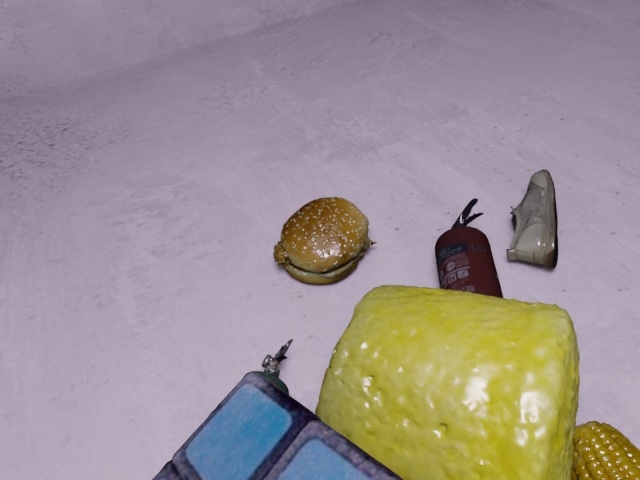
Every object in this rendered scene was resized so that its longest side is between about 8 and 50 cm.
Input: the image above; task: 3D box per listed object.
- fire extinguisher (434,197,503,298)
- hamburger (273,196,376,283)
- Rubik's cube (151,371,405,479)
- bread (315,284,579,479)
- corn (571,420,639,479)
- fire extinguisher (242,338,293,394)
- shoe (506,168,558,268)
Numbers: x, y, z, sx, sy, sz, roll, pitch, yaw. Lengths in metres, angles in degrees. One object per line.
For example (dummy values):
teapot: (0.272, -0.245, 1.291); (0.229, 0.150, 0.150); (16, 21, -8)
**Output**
fire extinguisher: (0.297, 0.069, 0.912); (0.114, 0.135, 0.337); (23, 43, -19)
hamburger: (0.000, 0.000, 1.026); (0.215, 0.122, 0.189); (-34, 54, -20)
Rubik's cube: (0.000, 0.339, 0.325); (0.301, 0.303, 0.305); (-47, 33, -23)
bread: (0.178, 0.237, 0.643); (0.308, 0.348, 0.348); (8, 48, 29)
corn: (0.433, 0.385, 0.568); (0.131, 0.131, 0.344); (-15, 31, -6)
fire extinguisher: (-0.118, 0.301, 0.777); (0.093, 0.118, 0.294); (32, 50, -10)
shoe: (0.475, -0.054, 1.029); (0.099, 0.103, 0.274); (0, 43, 27)
